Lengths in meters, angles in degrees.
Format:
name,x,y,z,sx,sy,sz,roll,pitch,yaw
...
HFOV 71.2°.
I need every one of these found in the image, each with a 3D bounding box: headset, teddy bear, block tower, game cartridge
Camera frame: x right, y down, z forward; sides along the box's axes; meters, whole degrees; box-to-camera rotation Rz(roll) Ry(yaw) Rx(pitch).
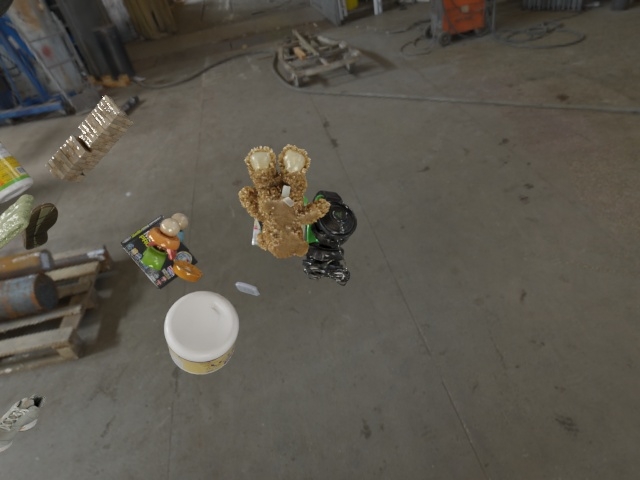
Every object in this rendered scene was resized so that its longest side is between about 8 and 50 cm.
name,x,y,z,sx,sy,sz,roll,pitch,yaw
headset,0.000,0.000,1.356,0.186,0.243,0.394,5,30,-19
teddy bear,-0.107,-0.113,1.251,0.245,0.337,0.113,-19,33,6
block tower,-0.809,-0.347,1.578,0.335,0.097,0.091,-45,79,9
game cartridge,-0.264,0.174,1.617,0.083,0.056,0.017,14,63,16

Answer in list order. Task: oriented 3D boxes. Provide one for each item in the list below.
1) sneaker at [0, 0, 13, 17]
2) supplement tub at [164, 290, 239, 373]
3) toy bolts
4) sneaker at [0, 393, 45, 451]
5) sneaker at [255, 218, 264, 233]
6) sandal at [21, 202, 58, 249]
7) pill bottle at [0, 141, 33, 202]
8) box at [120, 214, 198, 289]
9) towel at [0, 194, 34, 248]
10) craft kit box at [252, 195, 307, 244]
name,x,y,z,sx,sy,sz,roll,pitch,yaw
sneaker,-0.550,-0.426,0.641,0.083,0.222,0.118,-14,45,40
supplement tub,-0.420,0.341,1.595,0.241,0.331,0.240,6,62,-11
toy bolts,-0.469,0.007,1.487,0.158,0.218,0.228,-58,26,6
sneaker,-1.002,0.580,1.458,0.121,0.099,0.262,-60,7,0
sneaker,-0.238,-0.090,1.750,0.057,0.161,0.075,-20,12,-27
sandal,-0.859,-0.049,1.351,0.090,0.219,0.060,-25,77,-45
pill bottle,-1.084,-0.255,1.460,0.136,0.245,0.136,-32,15,10
box,-0.719,0.054,2.008,0.216,0.270,0.060,-37,29,-14
towel,-0.707,-0.032,1.006,0.148,0.027,0.110,-33,47,11
craft kit box,-0.194,-0.090,2.136,0.247,0.061,0.249,3,82,16
